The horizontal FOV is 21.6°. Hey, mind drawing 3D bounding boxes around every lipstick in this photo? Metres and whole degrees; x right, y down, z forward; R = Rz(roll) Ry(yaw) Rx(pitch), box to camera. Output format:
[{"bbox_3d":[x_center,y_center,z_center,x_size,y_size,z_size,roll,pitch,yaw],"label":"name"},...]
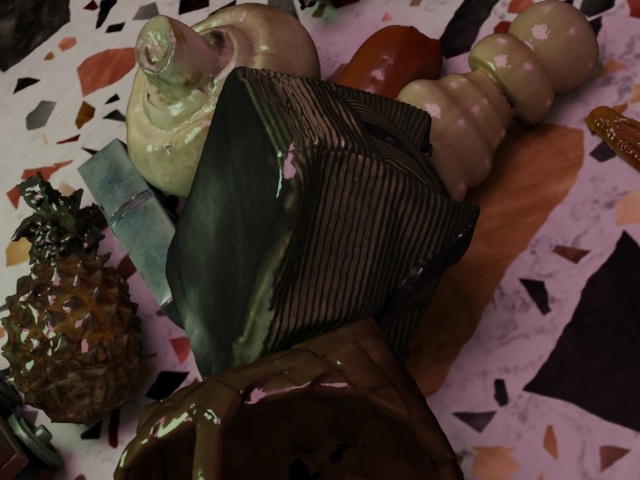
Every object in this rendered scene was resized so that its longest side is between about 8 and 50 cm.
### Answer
[{"bbox_3d":[-0.204,-0.008,2.025,0.076,0.077,0.289,-37,47,2],"label":"lipstick"}]

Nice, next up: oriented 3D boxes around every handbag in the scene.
[{"bbox_3d":[0.000,0.000,1.718,0.247,0.240,0.340,-113,35,-45],"label":"handbag"}]

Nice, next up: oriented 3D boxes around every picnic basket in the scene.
[{"bbox_3d":[-0.034,0.266,1.540,0.337,0.293,0.337,-26,21,11],"label":"picnic basket"}]

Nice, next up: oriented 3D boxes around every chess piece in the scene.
[{"bbox_3d":[0.196,-0.163,1.866,0.261,0.142,0.143,-38,46,-8],"label":"chess piece"}]

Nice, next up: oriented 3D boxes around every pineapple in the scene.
[{"bbox_3d":[-0.298,0.060,1.997,0.175,0.175,0.361,-29,34,11],"label":"pineapple"}]

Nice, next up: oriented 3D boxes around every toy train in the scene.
[{"bbox_3d":[-0.433,0.202,1.914,0.150,0.221,0.304,-45,45,-1],"label":"toy train"}]

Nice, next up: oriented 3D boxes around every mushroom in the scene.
[{"bbox_3d":[-0.137,-0.186,2.007,0.254,0.234,0.260,13,66,43],"label":"mushroom"}]

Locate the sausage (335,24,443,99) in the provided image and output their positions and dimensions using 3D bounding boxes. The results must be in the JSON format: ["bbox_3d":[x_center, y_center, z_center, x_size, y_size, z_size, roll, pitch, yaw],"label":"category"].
[{"bbox_3d":[0.033,-0.109,1.940,0.097,0.094,0.348,14,67,42],"label":"sausage"}]

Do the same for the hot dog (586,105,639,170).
[{"bbox_3d":[0.336,-0.107,1.796,0.044,0.028,0.137,-35,44,-5],"label":"hot dog"}]

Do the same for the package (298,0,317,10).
[{"bbox_3d":[0.011,-0.419,2.167,0.204,0.062,0.251,-54,30,19],"label":"package"}]
